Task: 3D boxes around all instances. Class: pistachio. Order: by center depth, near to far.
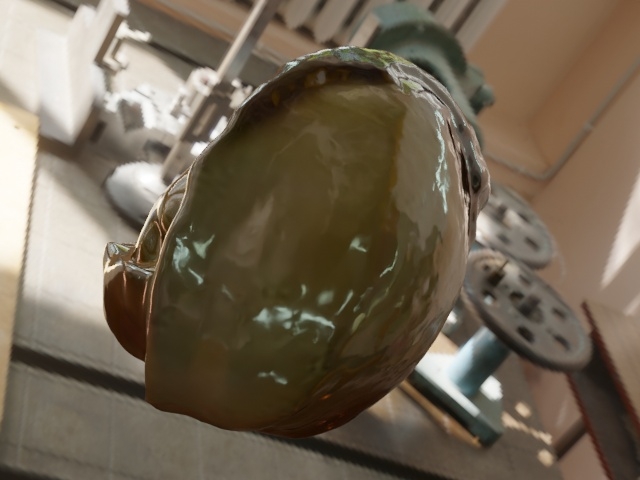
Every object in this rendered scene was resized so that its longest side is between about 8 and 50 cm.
[{"bbox_3d":[0.000,0.000,0.460,0.210,0.165,0.130,-33,39,-32],"label":"pistachio"}]
